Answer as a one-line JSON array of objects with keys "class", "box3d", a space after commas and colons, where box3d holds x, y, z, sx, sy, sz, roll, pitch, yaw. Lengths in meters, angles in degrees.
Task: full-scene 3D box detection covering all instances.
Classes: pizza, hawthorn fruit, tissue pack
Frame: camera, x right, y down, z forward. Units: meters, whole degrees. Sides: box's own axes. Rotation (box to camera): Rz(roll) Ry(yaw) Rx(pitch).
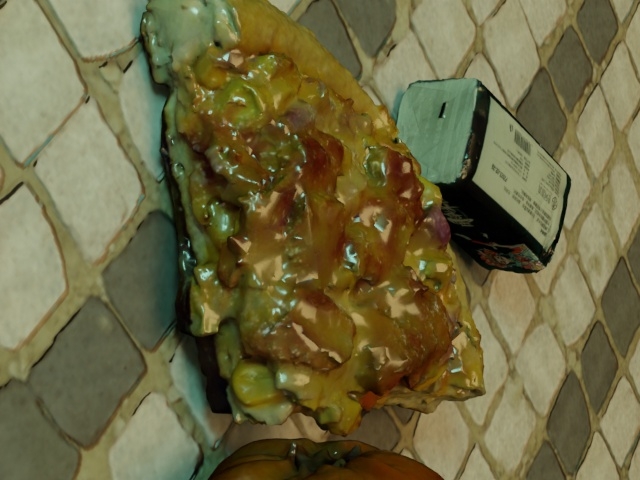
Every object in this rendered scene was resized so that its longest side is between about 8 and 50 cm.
[{"class": "pizza", "box3d": [0.000, 0.000, 0.978, 0.408, 0.114, 0.277, 57, 39, -25]}, {"class": "hawthorn fruit", "box3d": [-0.001, 0.238, 0.903, 0.197, 0.197, 0.225, -12, 108, -53]}, {"class": "tissue pack", "box3d": [0.134, -0.051, 1.172, 0.170, 0.090, 0.103, 37, 59, -44]}]
